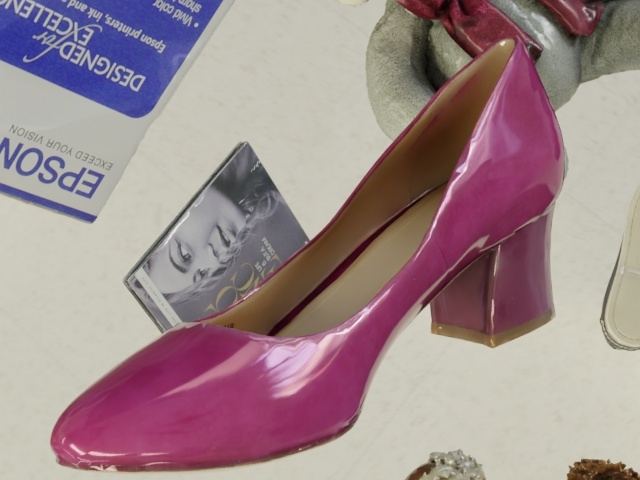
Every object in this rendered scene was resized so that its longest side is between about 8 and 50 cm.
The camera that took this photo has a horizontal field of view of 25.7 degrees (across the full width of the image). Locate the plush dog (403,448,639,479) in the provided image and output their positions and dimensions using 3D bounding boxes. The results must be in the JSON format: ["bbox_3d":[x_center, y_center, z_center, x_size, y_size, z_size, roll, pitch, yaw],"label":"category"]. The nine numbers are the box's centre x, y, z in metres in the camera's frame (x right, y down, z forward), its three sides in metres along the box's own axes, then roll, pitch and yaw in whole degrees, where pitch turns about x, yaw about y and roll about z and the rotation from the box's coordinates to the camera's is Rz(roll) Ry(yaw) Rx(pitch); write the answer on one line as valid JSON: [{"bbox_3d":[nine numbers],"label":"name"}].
[{"bbox_3d":[0.187,0.281,1.155,0.225,0.262,0.210,-29,104,16],"label":"plush dog"}]

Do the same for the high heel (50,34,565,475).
[{"bbox_3d":[0.000,0.000,0.778,0.127,0.377,0.181,5,108,42],"label":"high heel"}]

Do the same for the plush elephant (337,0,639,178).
[{"bbox_3d":[0.116,-0.215,1.098,0.272,0.330,0.255,-36,117,-14],"label":"plush elephant"}]

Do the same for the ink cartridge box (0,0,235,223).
[{"bbox_3d":[-0.147,-0.184,0.634,0.307,0.303,0.072,-54,49,12],"label":"ink cartridge box"}]

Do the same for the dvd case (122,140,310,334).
[{"bbox_3d":[-0.108,0.023,1.551,0.018,0.164,0.221,7,49,44],"label":"dvd case"}]

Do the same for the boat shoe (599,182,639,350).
[{"bbox_3d":[0.309,0.009,1.304,0.075,0.065,0.206,22,74,5],"label":"boat shoe"}]
